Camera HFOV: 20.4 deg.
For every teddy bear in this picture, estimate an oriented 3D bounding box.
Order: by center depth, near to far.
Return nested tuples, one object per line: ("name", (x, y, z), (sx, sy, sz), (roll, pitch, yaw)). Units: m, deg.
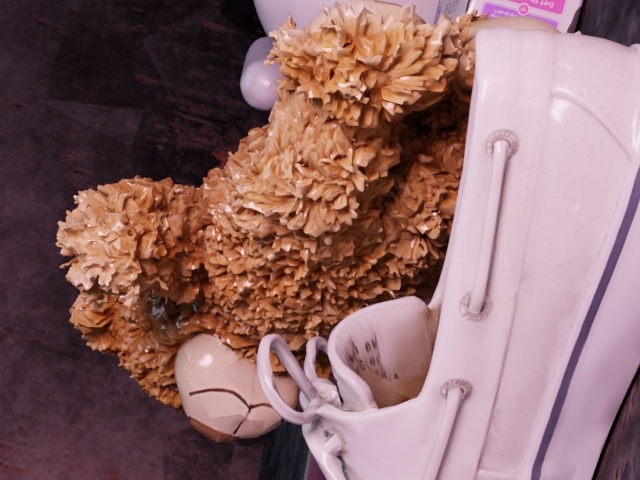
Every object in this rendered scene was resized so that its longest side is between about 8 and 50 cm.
("teddy bear", (0.000, 0.000, 0.886), (0.338, 0.245, 0.113), (-37, 62, 29))

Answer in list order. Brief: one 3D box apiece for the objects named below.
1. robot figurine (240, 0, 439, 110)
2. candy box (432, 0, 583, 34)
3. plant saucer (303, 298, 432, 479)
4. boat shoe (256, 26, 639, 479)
("robot figurine", (0.041, -0.230, 1.494), (0.300, 0.200, 0.353), (-50, 10, 9))
("candy box", (0.116, -0.144, 1.134), (0.165, 0.070, 0.196), (-133, 57, -85))
("plant saucer", (0.049, 0.115, 1.121), (0.332, 0.084, 0.332), (-166, 90, -86))
("boat shoe", (0.046, 0.070, 0.800), (0.136, 0.156, 0.367), (-83, 8, -59))
